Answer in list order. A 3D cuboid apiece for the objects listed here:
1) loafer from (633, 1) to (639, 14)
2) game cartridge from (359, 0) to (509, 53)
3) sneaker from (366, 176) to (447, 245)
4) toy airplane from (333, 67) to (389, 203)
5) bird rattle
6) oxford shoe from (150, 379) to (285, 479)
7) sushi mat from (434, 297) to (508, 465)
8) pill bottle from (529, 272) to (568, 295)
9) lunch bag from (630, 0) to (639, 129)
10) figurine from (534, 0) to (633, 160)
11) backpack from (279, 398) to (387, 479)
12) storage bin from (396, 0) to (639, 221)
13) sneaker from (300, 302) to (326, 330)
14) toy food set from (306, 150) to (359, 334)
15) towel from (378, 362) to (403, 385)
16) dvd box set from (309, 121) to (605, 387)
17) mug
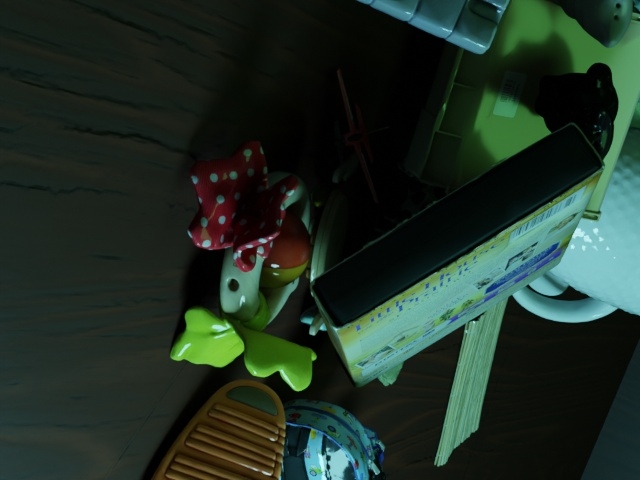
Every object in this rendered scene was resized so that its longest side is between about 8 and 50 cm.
[{"bbox_3d":[0.429,-0.308,1.919,0.094,0.087,0.251,-56,-165,37],"label":"loafer"},{"bbox_3d":[0.109,-0.370,1.141,0.068,0.230,0.355,-105,-141,-88],"label":"game cartridge"},{"bbox_3d":[0.117,-0.012,1.674,0.170,0.068,0.071,-49,157,-35],"label":"sneaker"},{"bbox_3d":[0.039,-0.114,1.414,0.151,0.028,0.151,-14,90,-68],"label":"toy airplane"},{"bbox_3d":[-0.068,0.011,1.299,0.207,0.143,0.253,-52,145,-59],"label":"bird rattle"},{"bbox_3d":[-0.143,0.320,1.420,0.133,0.130,0.364,144,-29,-81],"label":"oxford shoe"},{"bbox_3d":[0.261,0.235,2.253,0.151,0.019,0.316,-37,143,-49],"label":"sushi mat"},{"bbox_3d":[0.433,0.002,2.271,0.208,0.117,0.117,-45,148,-40],"label":"pill bottle"},{"bbox_3d":[0.515,-0.310,2.110,0.262,0.160,0.223,-38,145,-56],"label":"lunch bag"},{"bbox_3d":[0.289,-0.196,1.396,0.209,0.092,0.215,-73,169,-69],"label":"figurine"},{"bbox_3d":[-0.004,0.256,1.573,0.117,0.158,0.173,-55,143,-42],"label":"backpack"},{"bbox_3d":[0.247,-0.178,1.587,0.260,0.123,0.262,9,108,-23],"label":"storage bin"},{"bbox_3d":[0.010,0.069,1.564,0.098,0.038,0.069,-7,117,-73],"label":"sneaker"},{"bbox_3d":[0.000,0.000,1.437,0.132,0.038,0.192,-46,146,-72],"label":"toy food set"},{"bbox_3d":[0.095,0.136,1.808,0.110,0.027,0.148,-63,155,-10],"label":"towel"},{"bbox_3d":[0.143,0.035,1.439,0.307,0.062,0.420,-32,166,-3],"label":"dvd box set"},{"bbox_3d":[0.443,-0.007,2.047,0.374,0.328,0.276,-56,-155,38],"label":"mug"}]
